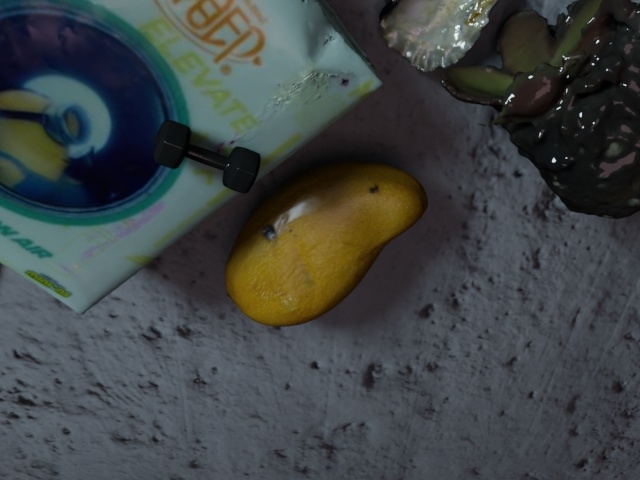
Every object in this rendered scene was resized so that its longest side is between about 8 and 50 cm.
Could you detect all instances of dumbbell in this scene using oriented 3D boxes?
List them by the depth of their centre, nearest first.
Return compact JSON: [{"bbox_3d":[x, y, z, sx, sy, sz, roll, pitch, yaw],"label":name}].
[{"bbox_3d":[-0.091,-0.066,0.435,0.083,0.036,0.040,18,124,-25],"label":"dumbbell"}]

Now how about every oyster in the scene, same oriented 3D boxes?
[{"bbox_3d":[0.119,-0.236,0.534,0.121,0.045,0.146,-10,132,-5],"label":"oyster"}]

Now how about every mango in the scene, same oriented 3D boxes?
[{"bbox_3d":[-0.001,-0.002,0.643,0.262,0.109,0.157,-38,112,11],"label":"mango"}]

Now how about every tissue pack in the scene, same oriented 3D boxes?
[{"bbox_3d":[-0.184,-0.140,0.488,0.388,0.162,0.287,-35,125,16],"label":"tissue pack"}]

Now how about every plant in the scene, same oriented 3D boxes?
[{"bbox_3d":[0.266,-0.147,0.540,0.204,0.178,0.234,-33,113,27],"label":"plant"}]
